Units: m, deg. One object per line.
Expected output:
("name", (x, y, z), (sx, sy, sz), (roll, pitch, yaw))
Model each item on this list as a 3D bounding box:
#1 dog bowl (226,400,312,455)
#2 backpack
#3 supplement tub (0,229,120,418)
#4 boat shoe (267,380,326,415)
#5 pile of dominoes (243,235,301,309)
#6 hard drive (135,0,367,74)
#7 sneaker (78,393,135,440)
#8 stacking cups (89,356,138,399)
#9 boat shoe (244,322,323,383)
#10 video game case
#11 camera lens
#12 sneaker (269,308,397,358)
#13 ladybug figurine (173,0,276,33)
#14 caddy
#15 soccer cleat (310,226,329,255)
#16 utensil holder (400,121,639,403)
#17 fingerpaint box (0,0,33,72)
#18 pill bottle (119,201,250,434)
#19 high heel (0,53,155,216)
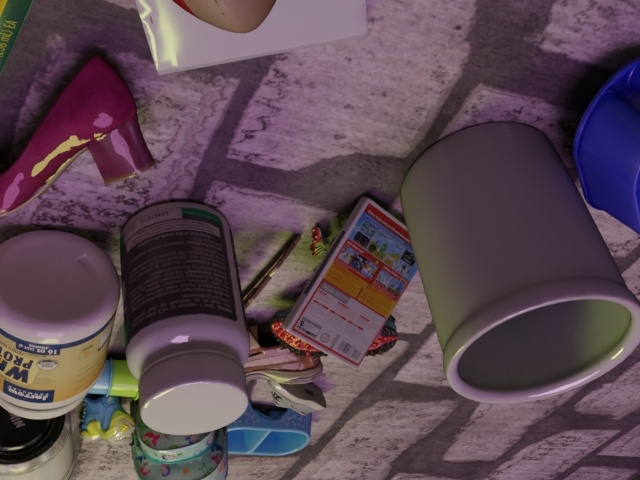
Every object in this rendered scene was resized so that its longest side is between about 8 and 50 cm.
("dog bowl", (-0.156, 0.476, 2.155), (0.297, 0.074, 0.166), (11, 137, -27))
("backpack", (-0.318, 0.457, 1.936), (0.225, 0.253, 0.191), (-7, 142, -7))
("supplement tub", (-0.487, 0.158, 1.526), (0.228, 0.228, 0.316), (3, 139, -20))
("boat shoe", (-0.070, 0.370, 2.041), (0.081, 0.079, 0.227), (-31, 142, 16))
("pile of dominoes", (-0.149, 0.102, 1.623), (0.040, 0.196, 0.251), (40, 126, -3))
("hard drive", (-0.093, -0.337, 1.168), (0.308, 0.040, 0.203), (-11, 143, -2))
("sneaker", (-0.493, 0.380, 1.932), (0.091, 0.126, 0.240), (-23, -175, -39))
("stacking cups", (-0.480, 0.289, 1.817), (0.316, 0.096, 0.096), (7, 138, -19))
("boat shoe", (-0.156, 0.232, 1.831), (0.325, 0.123, 0.116), (1, 107, -6))
("video game case", (0.073, 0.084, 1.618), (0.204, 0.025, 0.285), (34, 86, -37))
("camera lens", (-0.645, 0.441, 1.846), (0.220, 0.219, 0.274), (-2, 141, -14))
("sneaker", (0.025, 0.174, 1.786), (0.262, 0.125, 0.104), (6, 122, -3))
("ladybug figurine", (-0.128, -0.411, 0.878), (0.162, 0.305, 0.449), (8, 142, 10))
("caddy", (0.561, -0.164, 1.476), (0.241, 0.179, 0.341), (-40, 140, -4))
("soccer cleat", (0.000, 0.000, 1.635), (0.036, 0.029, 0.083), (-14, 147, -13))
("utensil holder", (0.325, 0.036, 1.483), (0.328, 0.385, 0.327), (-8, 142, -7))
("fingerpaint box", (-0.499, -0.349, 0.929), (0.371, 0.163, 0.445), (16, 134, -33))
("pill bottle", (-0.230, 0.127, 1.453), (0.204, 0.361, 0.204), (-8, 142, -7))
("high heel", (-0.442, -0.149, 1.285), (0.377, 0.127, 0.181), (-15, 114, 10))
